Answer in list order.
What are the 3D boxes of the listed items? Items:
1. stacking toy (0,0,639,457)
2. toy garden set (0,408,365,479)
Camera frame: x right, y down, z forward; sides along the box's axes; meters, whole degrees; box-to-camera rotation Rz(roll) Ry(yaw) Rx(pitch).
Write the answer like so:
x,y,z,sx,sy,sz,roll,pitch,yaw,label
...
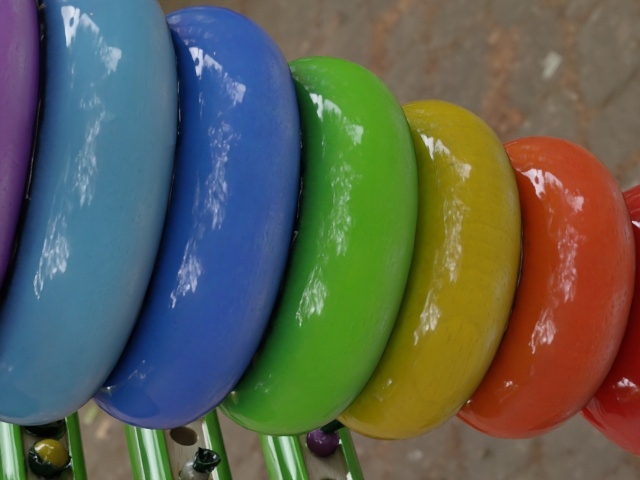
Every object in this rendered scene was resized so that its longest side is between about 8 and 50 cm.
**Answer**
x,y,z,sx,sy,sz,roll,pitch,yaw,label
0.000,0.000,0.530,0.141,0.330,0.141,-170,90,-68,stacking toy
-0.084,0.112,0.821,0.204,0.244,0.049,-107,30,-48,toy garden set
